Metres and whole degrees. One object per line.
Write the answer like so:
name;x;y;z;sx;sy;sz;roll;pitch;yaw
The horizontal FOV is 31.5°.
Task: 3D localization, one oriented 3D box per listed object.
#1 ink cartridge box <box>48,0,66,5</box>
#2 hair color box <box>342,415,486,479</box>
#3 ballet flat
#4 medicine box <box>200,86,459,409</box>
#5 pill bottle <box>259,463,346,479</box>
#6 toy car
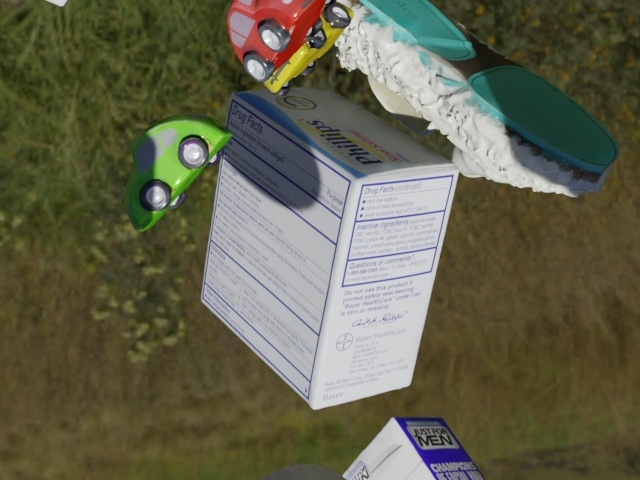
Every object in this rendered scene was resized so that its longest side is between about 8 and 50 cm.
ink cartridge box;-0.388;-0.440;1.406;0.232;0.168;0.171;19;133;-34
hair color box;0.146;0.387;1.292;0.110;0.339;0.185;7;128;-47
ballet flat;0.159;-0.156;1.265;0.147;0.409;0.147;-31;148;-22
medicine box;0.000;0.000;1.324;0.149;0.289;0.263;-7;-150;-35
pill bottle;0.005;0.223;0.663;0.108;0.193;0.108;-6;120;-11
toy car;-0.070;-0.103;0.801;0.053;0.225;0.239;43;-173;0
